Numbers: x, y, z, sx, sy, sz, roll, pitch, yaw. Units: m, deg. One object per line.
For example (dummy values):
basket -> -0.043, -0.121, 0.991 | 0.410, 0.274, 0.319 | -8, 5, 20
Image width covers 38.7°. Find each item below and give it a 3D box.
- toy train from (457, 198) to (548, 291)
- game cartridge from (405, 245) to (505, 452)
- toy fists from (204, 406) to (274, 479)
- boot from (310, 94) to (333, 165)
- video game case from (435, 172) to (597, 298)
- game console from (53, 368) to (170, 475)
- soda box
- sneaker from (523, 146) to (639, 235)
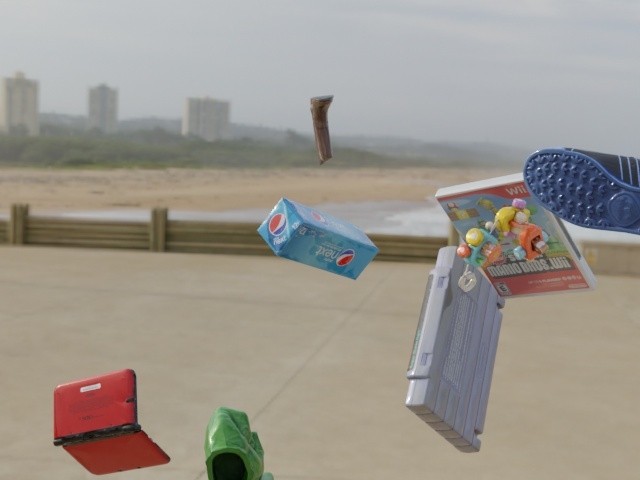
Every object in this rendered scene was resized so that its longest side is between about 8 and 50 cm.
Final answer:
toy train -> 0.276, 0.013, 1.333 | 0.166, 0.125, 0.046 | -29, 38, -21
game cartridge -> 0.272, 0.214, 1.824 | 0.068, 0.355, 0.230 | -14, -42, 41
toy fists -> -0.131, 0.413, 1.557 | 0.096, 0.279, 0.142 | -17, 24, -4
boot -> 0.007, -0.181, 1.505 | 0.037, 0.114, 0.106 | -6, 7, -5
video game case -> 0.366, -0.001, 1.702 | 0.204, 0.285, 0.025 | -9, 38, 42
game console -> -0.287, 0.251, 1.254 | 0.144, 0.124, 0.085 | -16, -22, 25
soda box -> 0.000, 0.000, 1.472 | 0.210, 0.071, 0.067 | 20, 24, -50
sneaker -> 0.338, -0.050, 0.985 | 0.232, 0.081, 0.090 | 24, 25, 34
